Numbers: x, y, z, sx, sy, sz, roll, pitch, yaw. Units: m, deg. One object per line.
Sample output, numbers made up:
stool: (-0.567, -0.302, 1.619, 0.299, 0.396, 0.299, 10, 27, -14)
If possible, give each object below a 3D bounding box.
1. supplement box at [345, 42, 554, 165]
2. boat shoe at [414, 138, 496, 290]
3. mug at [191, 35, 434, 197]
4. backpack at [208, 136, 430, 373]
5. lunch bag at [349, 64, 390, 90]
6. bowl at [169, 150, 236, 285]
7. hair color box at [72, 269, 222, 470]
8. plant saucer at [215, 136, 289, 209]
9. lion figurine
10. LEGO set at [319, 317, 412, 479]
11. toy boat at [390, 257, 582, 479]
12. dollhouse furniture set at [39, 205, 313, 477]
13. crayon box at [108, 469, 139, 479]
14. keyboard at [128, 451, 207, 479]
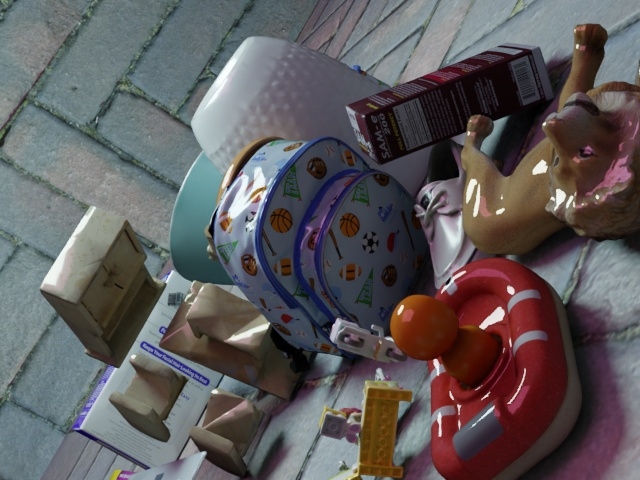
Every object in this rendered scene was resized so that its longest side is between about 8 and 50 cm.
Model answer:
supplement box: (0.163, -0.180, 1.271, 0.239, 0.073, 0.130, -21, 16, -2)
boat shoe: (0.158, -0.035, 1.181, 0.096, 0.088, 0.267, -44, 19, 40)
mug: (-0.020, -0.187, 1.600, 0.276, 0.328, 0.374, -48, 17, 30)
backpack: (0.000, 0.000, 1.275, 0.213, 0.263, 0.276, -8, 48, 50)
lunch bag: (0.016, -0.193, 1.940, 0.303, 0.115, 0.243, -42, 22, 46)
bowl: (-0.113, -0.039, 1.780, 0.311, 0.163, 0.311, -47, -30, -39)
hair color box: (-0.294, 0.248, 1.842, 0.339, 0.185, 0.110, -61, 14, -19)
plant saucer: (-0.082, -0.046, 1.364, 0.037, 0.200, 0.200, 9, 60, 33)
lion figurine: (0.230, -0.063, 0.981, 0.392, 0.142, 0.240, 122, 168, -66)
LEGO set: (0.013, 0.225, 1.048, 0.287, 0.132, 0.107, -62, 5, 5)
toy boat: (0.128, 0.097, 0.869, 0.151, 0.151, 0.231, -48, 17, 28)
dollhouse furniture set: (-0.196, 0.134, 1.529, 0.256, 0.394, 0.362, 79, -146, -62)
crayon box: (-0.307, 0.514, 1.477, 0.313, 0.106, 0.363, -63, 17, -20)
keyboard: (-0.231, 0.345, 1.377, 0.256, 0.014, 0.072, -30, 24, 52)
